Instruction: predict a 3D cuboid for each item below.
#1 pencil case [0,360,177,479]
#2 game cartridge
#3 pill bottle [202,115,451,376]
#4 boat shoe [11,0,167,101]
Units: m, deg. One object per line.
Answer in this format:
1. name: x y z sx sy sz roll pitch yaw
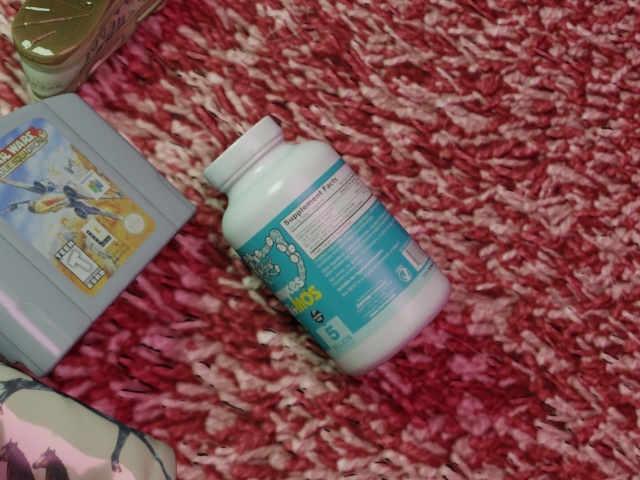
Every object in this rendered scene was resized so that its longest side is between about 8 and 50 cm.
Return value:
1. pencil case: -0.311 0.182 1.112 0.410 0.160 0.183 29 81 -15
2. game cartridge: -0.251 -0.022 1.225 0.198 0.062 0.297 47 35 -8
3. pill bottle: 0.000 0.000 1.354 0.264 0.146 0.146 48 57 -2
4. boat shoe: -0.226 -0.260 1.384 0.104 0.089 0.285 26 54 14
